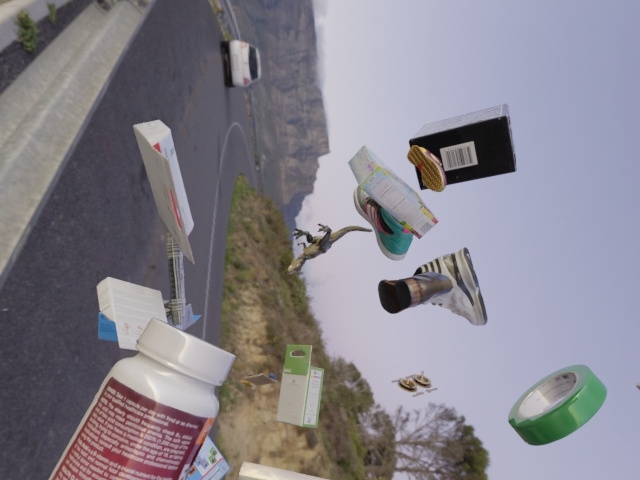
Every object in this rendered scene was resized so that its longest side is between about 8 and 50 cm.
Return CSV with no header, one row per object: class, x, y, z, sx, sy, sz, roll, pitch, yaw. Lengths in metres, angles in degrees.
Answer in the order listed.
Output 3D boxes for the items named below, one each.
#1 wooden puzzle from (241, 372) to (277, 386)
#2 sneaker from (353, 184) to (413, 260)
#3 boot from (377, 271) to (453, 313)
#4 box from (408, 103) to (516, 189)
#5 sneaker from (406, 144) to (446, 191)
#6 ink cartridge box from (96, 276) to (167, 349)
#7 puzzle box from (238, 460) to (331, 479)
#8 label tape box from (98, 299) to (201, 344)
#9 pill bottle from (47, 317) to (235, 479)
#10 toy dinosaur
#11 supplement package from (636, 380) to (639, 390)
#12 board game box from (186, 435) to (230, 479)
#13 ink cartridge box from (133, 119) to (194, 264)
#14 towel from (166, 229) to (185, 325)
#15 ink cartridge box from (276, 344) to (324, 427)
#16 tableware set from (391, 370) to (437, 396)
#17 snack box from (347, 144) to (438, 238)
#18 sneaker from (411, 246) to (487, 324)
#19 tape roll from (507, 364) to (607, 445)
wooden puzzle,-0.163,0.372,1.151,0.078,0.116,0.014,50,33,-46
sneaker,0.199,-0.106,1.292,0.295,0.123,0.178,64,-29,31
boot,0.205,0.117,0.965,0.219,0.106,0.082,152,-72,-77
box,0.481,-0.313,1.423,0.294,0.296,0.183,-48,124,-57
sneaker,0.330,-0.210,1.257,0.069,0.084,0.185,-55,-136,37
ink cartridge box,-0.525,0.227,1.222,0.189,0.066,0.232,32,28,-53
puzzle box,-0.069,0.865,1.396,0.052,0.408,0.272,-71,170,-62
label tape box,-0.661,0.300,1.709,0.348,0.249,0.115,-47,142,-77
pill bottle,-0.335,0.365,0.818,0.224,0.224,0.392,110,5,-73
toy dinosaur,0.000,0.000,1.181,0.118,0.268,0.064,43,25,-46
supplement package,0.832,0.304,0.830,0.198,0.199,0.263,47,-3,15
board game box,-0.403,0.696,1.378,0.211,0.039,0.160,52,21,8
ink cartridge box,-0.417,-0.151,1.232,0.385,0.091,0.308,37,-40,48
towel,-0.491,0.130,1.487,0.324,0.056,0.312,161,-76,-72
ink cartridge box,-0.053,0.401,1.197,0.109,0.062,0.209,-12,-116,45
tableware set,0.411,0.609,1.852,0.128,0.194,0.039,24,-77,45
snack box,0.171,-0.120,1.033,0.070,0.207,0.174,-46,-156,17
sneaker,0.488,0.205,1.674,0.169,0.257,0.447,-88,154,-42
tape roll,0.781,0.544,1.431,0.077,0.321,0.321,51,-16,12
